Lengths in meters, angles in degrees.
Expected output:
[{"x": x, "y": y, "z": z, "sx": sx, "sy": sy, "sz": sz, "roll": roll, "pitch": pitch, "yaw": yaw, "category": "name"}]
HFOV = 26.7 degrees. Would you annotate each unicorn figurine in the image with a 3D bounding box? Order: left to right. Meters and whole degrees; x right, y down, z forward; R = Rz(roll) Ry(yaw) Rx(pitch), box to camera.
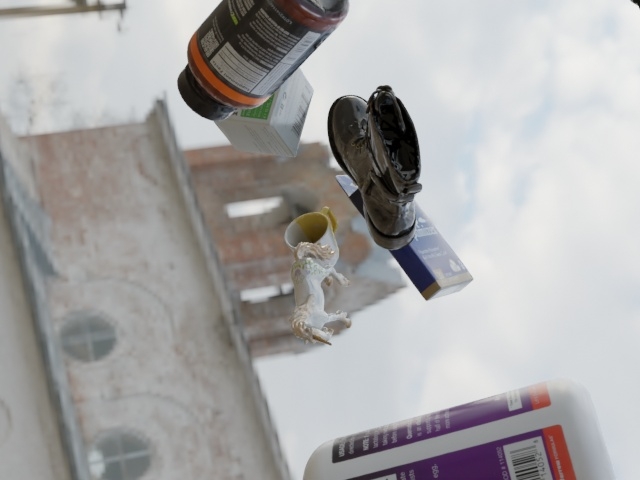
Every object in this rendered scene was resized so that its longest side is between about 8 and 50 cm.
[{"x": -0.005, "y": 0.075, "z": 1.576, "sx": 0.060, "sy": 0.111, "sz": 0.162, "roll": -33, "pitch": -120, "yaw": 23, "category": "unicorn figurine"}]

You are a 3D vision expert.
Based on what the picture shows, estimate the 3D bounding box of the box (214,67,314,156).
[{"x": -0.072, "y": -0.173, "z": 1.707, "sx": 0.102, "sy": 0.087, "sz": 0.101, "roll": 51, "pitch": 51, "yaw": -62, "category": "box"}]

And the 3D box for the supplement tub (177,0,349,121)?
[{"x": -0.066, "y": -0.206, "z": 1.377, "sx": 0.198, "sy": 0.106, "sz": 0.106, "roll": -41, "pitch": -124, "yaw": 38, "category": "supplement tub"}]

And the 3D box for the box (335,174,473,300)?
[{"x": 0.121, "y": -0.017, "z": 1.947, "sx": 0.036, "sy": 0.136, "sz": 0.225, "roll": -43, "pitch": -104, "yaw": 23, "category": "box"}]

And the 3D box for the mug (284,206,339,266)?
[{"x": 0.000, "y": 0.003, "z": 1.749, "sx": 0.062, "sy": 0.078, "sz": 0.064, "roll": 44, "pitch": -12, "yaw": 48, "category": "mug"}]

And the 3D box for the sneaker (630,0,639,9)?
[{"x": 0.354, "y": -0.271, "z": 1.405, "sx": 0.081, "sy": 0.232, "sz": 0.090, "roll": 99, "pitch": 16, "yaw": -59, "category": "sneaker"}]

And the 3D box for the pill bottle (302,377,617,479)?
[{"x": 0.108, "y": 0.248, "z": 1.226, "sx": 0.181, "sy": 0.322, "sz": 0.182, "roll": -16, "pitch": 90, "yaw": -81, "category": "pill bottle"}]

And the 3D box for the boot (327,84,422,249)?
[{"x": 0.080, "y": -0.132, "z": 1.758, "sx": 0.229, "sy": 0.091, "sz": 0.263, "roll": 90, "pitch": -20, "yaw": -63, "category": "boot"}]
